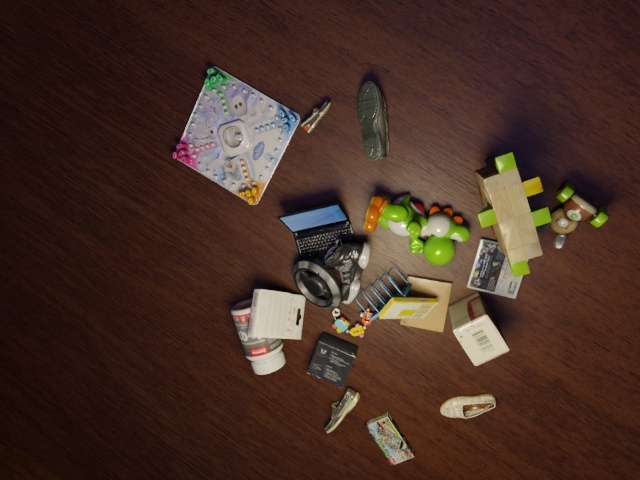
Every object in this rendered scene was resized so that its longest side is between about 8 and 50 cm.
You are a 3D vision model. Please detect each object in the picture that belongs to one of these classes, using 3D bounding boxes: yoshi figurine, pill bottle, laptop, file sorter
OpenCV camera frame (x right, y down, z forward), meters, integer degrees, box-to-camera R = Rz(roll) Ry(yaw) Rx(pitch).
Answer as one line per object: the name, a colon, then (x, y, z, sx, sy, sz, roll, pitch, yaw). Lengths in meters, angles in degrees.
yoshi figurine: (0.331, -0.021, 1.540, 0.363, 0.203, 0.202, 16, 122, 6)
pill bottle: (-0.244, 0.381, 1.772, 0.162, 0.161, 0.283, -14, 100, 16)
laptop: (0.000, 0.000, 1.638, 0.235, 0.136, 0.264, -12, 100, 16)
file sorter: (0.231, 0.194, 1.632, 0.170, 0.118, 0.104, -42, 87, 27)

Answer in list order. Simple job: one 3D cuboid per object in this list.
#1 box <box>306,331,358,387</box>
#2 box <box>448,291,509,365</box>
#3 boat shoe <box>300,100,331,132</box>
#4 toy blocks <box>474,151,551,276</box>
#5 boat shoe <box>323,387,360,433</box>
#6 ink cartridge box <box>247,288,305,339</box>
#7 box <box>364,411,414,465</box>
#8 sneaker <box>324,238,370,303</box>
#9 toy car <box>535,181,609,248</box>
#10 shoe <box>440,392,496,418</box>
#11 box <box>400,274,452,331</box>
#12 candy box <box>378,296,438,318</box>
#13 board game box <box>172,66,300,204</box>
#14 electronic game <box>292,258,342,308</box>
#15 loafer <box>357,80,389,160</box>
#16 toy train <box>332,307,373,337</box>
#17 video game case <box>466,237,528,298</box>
box: (0.050, 0.478, 1.764, 0.156, 0.093, 0.158, 22, 108, 7)
box: (0.545, 0.301, 1.534, 0.127, 0.232, 0.148, -32, 95, 18)
boat shoe: (-0.015, -0.450, 1.580, 0.043, 0.049, 0.137, 44, 113, 2)
toy blocks: (0.592, -0.110, 1.424, 0.191, 0.261, 0.381, -20, 105, 14)
boat shoe: (0.078, 0.699, 1.824, 0.073, 0.080, 0.223, 39, 103, 7)
ink cartridge box: (-0.167, 0.288, 1.707, 0.056, 0.225, 0.180, -2, 78, 47)
box: (0.287, 0.823, 1.823, 0.114, 0.036, 0.206, -32, 95, 18)
sneaker: (0.082, 0.110, 1.640, 0.153, 0.101, 0.268, 15, 118, -2)
toy car: (0.804, -0.068, 1.444, 0.155, 0.149, 0.188, 42, 121, 13)
shoe: (0.570, 0.643, 1.703, 0.219, 0.058, 0.076, -20, 98, 17)
box: (0.398, 0.240, 1.664, 0.165, 0.021, 0.201, 9, 105, 11)
candy box: (0.316, 0.244, 1.579, 0.206, 0.027, 0.105, 6, 132, -30)
board game box: (-0.330, -0.389, 1.665, 0.390, 0.050, 0.389, 31, 108, 4)
electronic game: (-0.015, 0.169, 1.679, 0.229, 0.048, 0.229, 27, 139, 26)
loafer: (0.191, -0.414, 1.536, 0.096, 0.084, 0.267, 3, 102, 44)
toy train: (0.130, 0.313, 1.734, 0.167, 0.046, 0.125, 6, 103, 8)
video game case: (0.636, 0.100, 1.577, 0.173, 0.022, 0.190, 13, 107, 9)
